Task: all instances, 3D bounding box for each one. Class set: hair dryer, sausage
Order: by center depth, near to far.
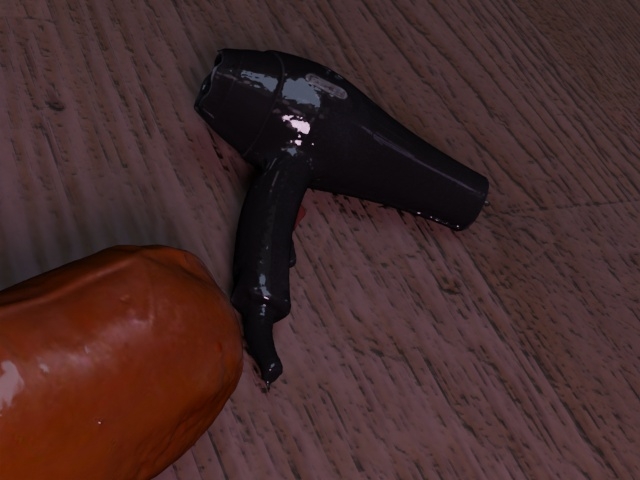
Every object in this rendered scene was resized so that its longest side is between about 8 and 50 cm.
[{"bbox_3d":[-0.143,0.083,0.522,0.258,0.133,0.133,-26,61,-40],"label":"sausage"},{"bbox_3d":[0.000,0.000,0.728,0.235,0.091,0.272,25,54,-13],"label":"hair dryer"}]
